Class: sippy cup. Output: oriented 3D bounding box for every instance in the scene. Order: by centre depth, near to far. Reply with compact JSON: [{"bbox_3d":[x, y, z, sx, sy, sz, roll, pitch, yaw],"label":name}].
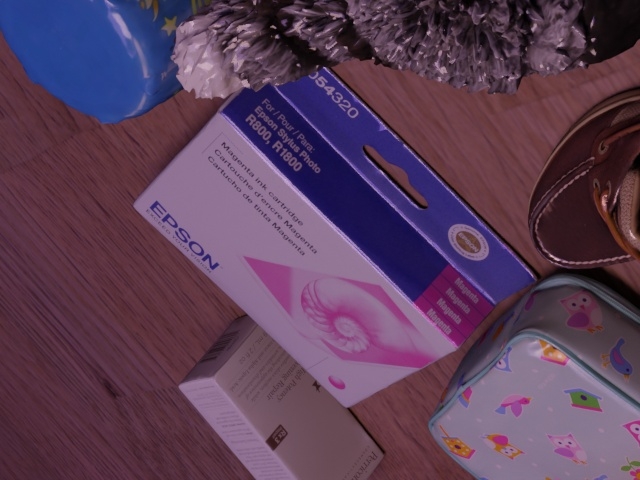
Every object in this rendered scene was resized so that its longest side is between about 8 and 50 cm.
[{"bbox_3d":[-0.140,-0.222,1.225,0.240,0.224,0.305,26,143,19],"label":"sippy cup"}]

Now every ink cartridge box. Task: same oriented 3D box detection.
[{"bbox_3d":[0.000,0.000,1.481,0.324,0.071,0.330,44,147,-5],"label":"ink cartridge box"}]

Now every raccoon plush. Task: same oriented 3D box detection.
[{"bbox_3d":[0.045,-0.251,0.941,0.446,0.216,0.299,-15,118,18],"label":"raccoon plush"}]

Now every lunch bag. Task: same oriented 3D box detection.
[{"bbox_3d":[0.240,0.164,1.397,0.224,0.108,0.279,34,147,1],"label":"lunch bag"}]

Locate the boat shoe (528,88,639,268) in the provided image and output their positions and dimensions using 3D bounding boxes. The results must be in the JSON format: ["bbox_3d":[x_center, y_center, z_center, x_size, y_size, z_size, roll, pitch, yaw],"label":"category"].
[{"bbox_3d":[0.255,-0.043,1.135,0.123,0.123,0.342,46,145,-9],"label":"boat shoe"}]

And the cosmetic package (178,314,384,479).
[{"bbox_3d":[-0.042,0.206,1.709,0.231,0.117,0.085,50,146,-16],"label":"cosmetic package"}]
